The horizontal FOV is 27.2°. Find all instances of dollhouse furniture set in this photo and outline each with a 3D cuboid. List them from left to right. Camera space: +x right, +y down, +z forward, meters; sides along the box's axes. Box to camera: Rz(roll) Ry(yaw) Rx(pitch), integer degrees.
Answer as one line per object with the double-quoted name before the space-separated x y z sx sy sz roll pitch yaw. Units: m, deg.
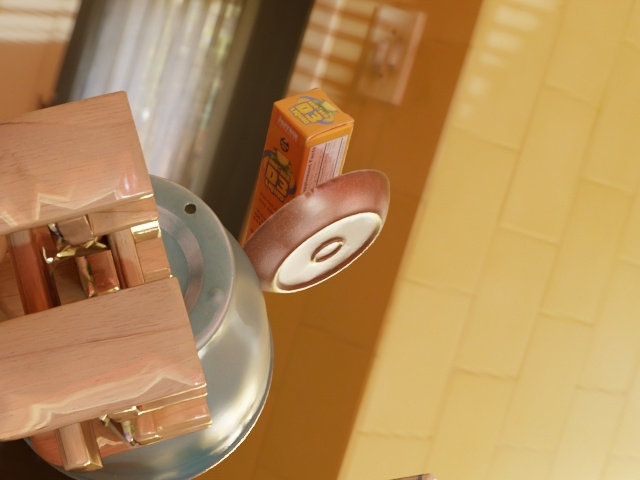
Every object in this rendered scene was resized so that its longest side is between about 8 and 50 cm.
"dollhouse furniture set" -0.127 0.088 0.572 0.161 0.242 0.212 -15 -10 -7

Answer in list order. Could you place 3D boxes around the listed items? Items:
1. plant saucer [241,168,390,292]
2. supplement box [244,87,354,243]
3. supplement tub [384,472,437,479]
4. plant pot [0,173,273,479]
"plant saucer" 0.000 0.000 1.432 0.036 0.198 0.199 55 19 21
"supplement box" -0.028 -0.068 1.609 0.080 0.233 0.078 -20 51 -34
"supplement tub" 0.092 0.324 1.604 0.107 0.071 0.071 -11 -4 14
"plant pot" -0.169 0.070 1.200 0.272 0.271 0.255 17 -22 0
